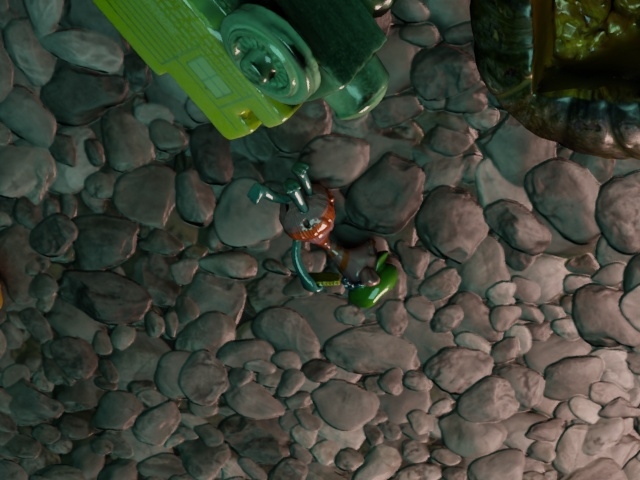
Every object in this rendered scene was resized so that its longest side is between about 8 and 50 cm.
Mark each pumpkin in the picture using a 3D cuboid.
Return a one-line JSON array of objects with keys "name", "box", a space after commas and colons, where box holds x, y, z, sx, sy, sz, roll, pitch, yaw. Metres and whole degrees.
[{"name": "pumpkin", "box": [0.286, -0.221, 0.961, 0.320, 0.192, 0.321, 16, 130, 20]}]

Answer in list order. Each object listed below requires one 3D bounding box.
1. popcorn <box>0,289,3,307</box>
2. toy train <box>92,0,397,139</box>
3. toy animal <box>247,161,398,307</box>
[{"name": "popcorn", "box": [-0.490, 0.065, 1.299, 0.170, 0.180, 0.180, -28, 118, -14]}, {"name": "toy train", "box": [-0.120, -0.284, 0.978, 0.442, 0.179, 0.272, 50, 153, -20]}, {"name": "toy animal", "box": [0.000, 0.000, 1.218, 0.103, 0.100, 0.208, -47, 124, -11]}]
